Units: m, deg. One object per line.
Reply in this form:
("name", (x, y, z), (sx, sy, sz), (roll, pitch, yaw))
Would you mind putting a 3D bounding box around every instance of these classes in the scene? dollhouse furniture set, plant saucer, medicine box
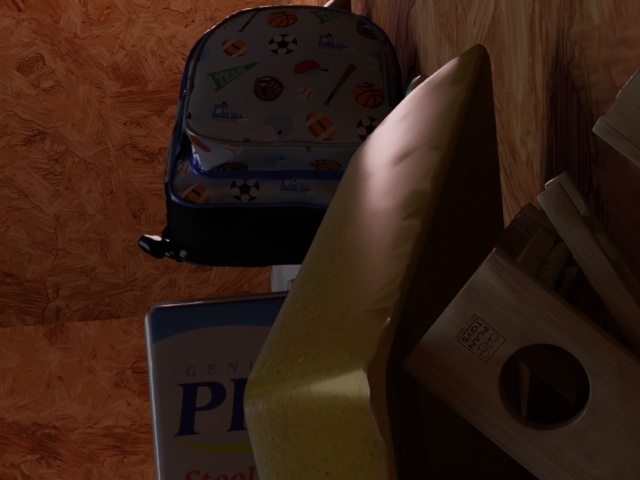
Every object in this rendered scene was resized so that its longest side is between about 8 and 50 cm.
("dollhouse furniture set", (0.138, 0.001, 0.502), (0.161, 0.101, 0.182), (-53, -6, 19))
("plant saucer", (0.046, 0.107, 0.651), (0.333, 0.081, 0.332), (-65, -31, -57))
("medicine box", (-0.004, 0.185, 1.018), (0.149, 0.263, 0.289), (177, 88, -84))

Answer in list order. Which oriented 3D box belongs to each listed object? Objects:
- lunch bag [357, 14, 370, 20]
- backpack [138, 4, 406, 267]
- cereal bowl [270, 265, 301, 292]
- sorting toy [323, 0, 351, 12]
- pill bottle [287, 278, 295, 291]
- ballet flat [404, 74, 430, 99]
("lunch bag", (0.021, -0.172, 1.427), (0.129, 0.096, 0.151), (92, -159, -49))
("backpack", (-0.031, -0.114, 1.204), (0.213, 0.277, 0.263), (98, 174, -47))
("cereal bowl", (0.019, 0.100, 1.414), (0.339, 0.141, 0.339), (175, 90, -86))
("sorting toy", (-0.040, -0.144, 1.476), (0.307, 0.041, 0.229), (-48, -25, -32))
("pill bottle", (0.040, 0.069, 1.143), (0.078, 0.137, 0.078), (175, 90, -86))
("ballet flat", (0.098, -0.048, 0.952), (0.052, 0.057, 0.168), (33, 137, 48))
